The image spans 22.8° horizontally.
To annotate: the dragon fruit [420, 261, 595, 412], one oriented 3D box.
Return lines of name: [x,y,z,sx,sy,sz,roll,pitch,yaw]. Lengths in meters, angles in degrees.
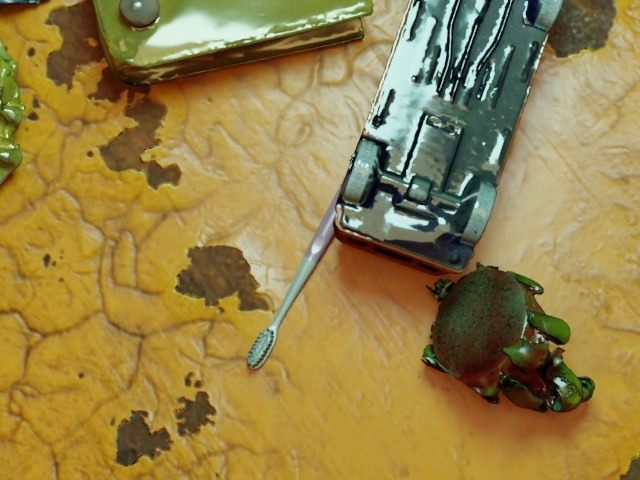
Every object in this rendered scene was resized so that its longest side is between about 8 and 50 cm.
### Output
dragon fruit: [0.174,0.107,1.497,0.175,0.142,0.138,41,126,-11]

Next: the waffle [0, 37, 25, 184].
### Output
waffle: [-0.428,-0.128,1.581,0.262,0.060,0.280,-33,81,-2]

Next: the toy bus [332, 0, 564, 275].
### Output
toy bus: [0.121,-0.138,1.506,0.143,0.153,0.329,19,82,-1]

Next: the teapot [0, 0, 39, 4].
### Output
teapot: [-0.308,-0.266,1.601,0.088,0.066,0.057,-7,101,-20]

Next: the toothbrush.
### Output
toothbrush: [0.000,0.000,1.560,0.020,0.025,0.286,28,83,7]

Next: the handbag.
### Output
handbag: [-0.115,-0.372,1.577,0.283,0.133,0.401,-12,81,-4]
